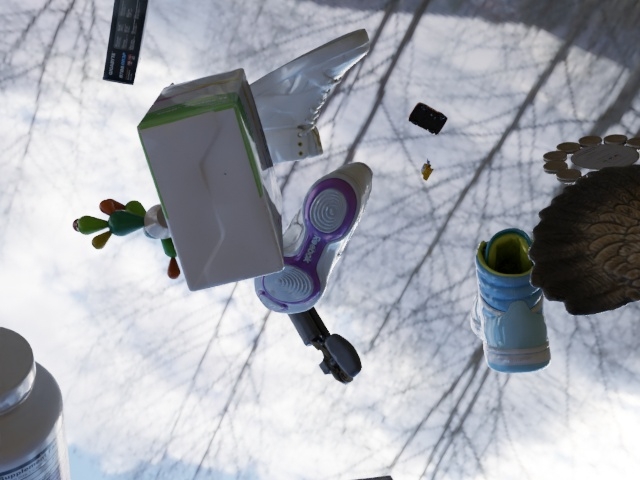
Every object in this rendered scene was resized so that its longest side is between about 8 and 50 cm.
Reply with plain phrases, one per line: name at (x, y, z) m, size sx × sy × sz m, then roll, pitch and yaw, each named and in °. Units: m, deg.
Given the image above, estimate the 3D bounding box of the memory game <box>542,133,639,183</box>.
memory game at (0.420, -0.119, 1.402) m, size 0.186 × 0.012 × 0.186 m, roll -8°, pitch -153°, yaw 4°

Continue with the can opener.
can opener at (0.004, 0.193, 2.097) m, size 0.076 × 0.095 × 0.283 m, roll 13°, pitch -141°, yaw -54°

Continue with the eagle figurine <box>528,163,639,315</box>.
eagle figurine at (0.358, 0.025, 0.802) m, size 0.298 × 0.226 × 0.225 m, roll 9°, pitch -118°, yaw -42°

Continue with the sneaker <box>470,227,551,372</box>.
sneaker at (0.305, 0.068, 1.530) m, size 0.127 × 0.208 × 0.319 m, roll -6°, pitch -168°, yaw 2°

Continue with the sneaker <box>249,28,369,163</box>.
sneaker at (-0.014, -0.234, 1.633) m, size 0.169 × 0.292 × 0.108 m, roll 60°, pitch -155°, yaw -9°

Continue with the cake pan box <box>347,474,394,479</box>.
cake pan box at (0.087, 0.434, 1.071) m, size 0.070 × 0.267 × 0.246 m, roll -1°, pitch -161°, yaw -21°

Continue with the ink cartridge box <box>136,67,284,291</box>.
ink cartridge box at (-0.127, -0.098, 1.207) m, size 0.119 × 0.207 × 0.353 m, roll -15°, pitch -161°, yaw 2°

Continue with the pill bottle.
pill bottle at (-0.402, 0.264, 1.161) m, size 0.181 × 0.323 × 0.181 m, roll 4°, pitch -143°, yaw -3°

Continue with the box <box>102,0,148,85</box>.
box at (-0.286, -0.369, 1.449) m, size 0.051 × 0.220 × 0.175 m, roll 10°, pitch -154°, yaw -11°

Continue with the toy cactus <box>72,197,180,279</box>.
toy cactus at (-0.237, -0.014, 1.349) m, size 0.219 × 0.112 × 0.180 m, roll 14°, pitch 170°, yaw -17°

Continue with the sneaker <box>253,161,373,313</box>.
sneaker at (0.000, 0.000, 1.533) m, size 0.114 × 0.305 × 0.152 m, roll 37°, pitch -147°, yaw 3°

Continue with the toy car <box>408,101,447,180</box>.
toy car at (0.153, -0.157, 1.456) m, size 0.060 × 0.122 × 0.040 m, roll 7°, pitch -151°, yaw -11°
